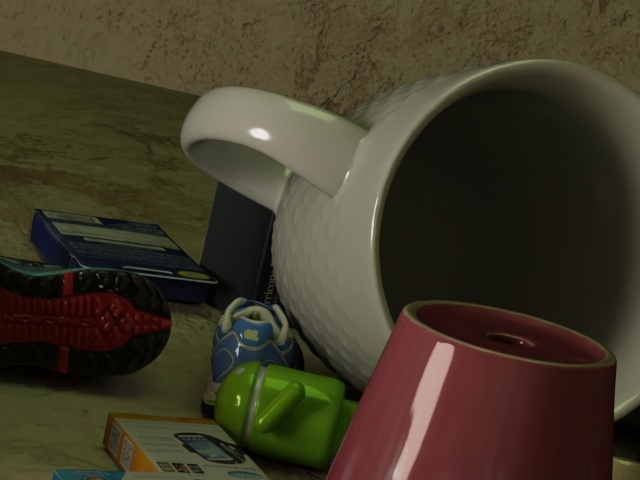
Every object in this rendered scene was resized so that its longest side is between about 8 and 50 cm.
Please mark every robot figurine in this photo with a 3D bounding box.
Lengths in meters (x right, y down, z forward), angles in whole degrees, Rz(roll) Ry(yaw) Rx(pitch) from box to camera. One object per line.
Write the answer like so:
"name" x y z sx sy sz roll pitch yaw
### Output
"robot figurine" -0.024 0.125 1.309 0.115 0.067 0.101 13 1 4

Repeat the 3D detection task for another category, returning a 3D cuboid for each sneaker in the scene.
"sneaker" -0.254 0.057 1.396 0.262 0.104 0.125 13 -7 -19
"sneaker" -0.045 0.086 1.453 0.080 0.081 0.211 11 9 -1

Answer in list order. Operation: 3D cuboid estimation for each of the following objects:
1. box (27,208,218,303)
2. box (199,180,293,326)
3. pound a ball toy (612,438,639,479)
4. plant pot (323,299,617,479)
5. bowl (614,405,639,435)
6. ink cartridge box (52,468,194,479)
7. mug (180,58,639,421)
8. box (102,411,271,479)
"box" -0.193 0.018 1.751 0.136 0.036 0.225 8 10 -22
"box" 0.000 0.000 1.763 0.207 0.153 0.108 3 15 -36
"pound a ball toy" 0.291 0.151 1.359 0.208 0.136 0.319 13 10 1
"plant pot" 0.091 0.138 1.074 0.201 0.180 0.201 11 11 -2
"bowl" 0.314 0.054 1.589 0.311 0.311 0.163 12 31 -5
"ink cartridge box" -0.093 0.174 1.018 0.088 0.052 0.122 6 11 -28
"mug" 0.063 -0.015 1.425 0.374 0.276 0.328 28 -10 -19
"box" -0.087 0.152 1.213 0.081 0.028 0.136 8 14 -25
